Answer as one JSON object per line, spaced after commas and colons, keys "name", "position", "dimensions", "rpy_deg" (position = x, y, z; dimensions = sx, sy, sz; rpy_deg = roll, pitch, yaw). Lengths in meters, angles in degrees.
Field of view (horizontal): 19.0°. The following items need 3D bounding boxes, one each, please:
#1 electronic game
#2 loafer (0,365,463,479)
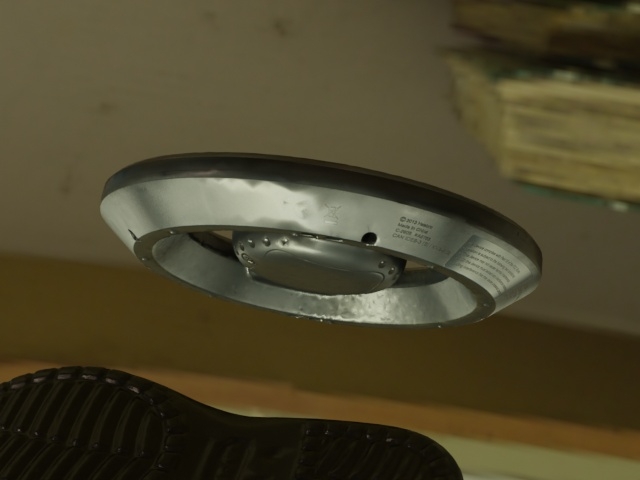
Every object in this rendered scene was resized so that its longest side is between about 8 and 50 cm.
{"name": "electronic game", "position": [0.000, 0.000, 0.985], "dimensions": [0.229, 0.048, 0.229], "rpy_deg": [9, 165, 3]}
{"name": "loafer", "position": [-0.051, 0.108, 0.719], "dimensions": [0.220, 0.078, 0.080], "rpy_deg": [9, -138, 24]}
